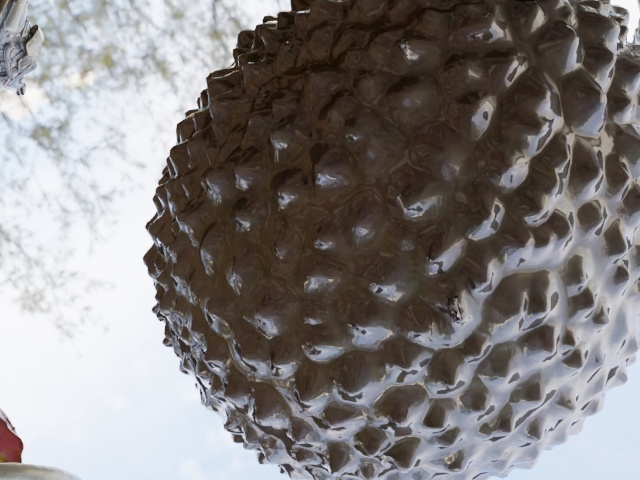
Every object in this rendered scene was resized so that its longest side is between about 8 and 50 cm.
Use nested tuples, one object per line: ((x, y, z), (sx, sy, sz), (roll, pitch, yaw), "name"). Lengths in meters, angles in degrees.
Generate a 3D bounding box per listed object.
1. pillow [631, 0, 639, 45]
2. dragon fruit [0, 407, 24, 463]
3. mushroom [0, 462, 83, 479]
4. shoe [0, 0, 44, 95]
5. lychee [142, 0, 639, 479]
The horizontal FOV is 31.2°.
((0.438, -0.133, 1.274), (0.101, 0.228, 0.326), (-23, -114, 2), "pillow")
((-0.565, 0.339, 1.666), (0.290, 0.189, 0.291), (11, -121, -19), "dragon fruit")
((-0.293, 0.219, 1.032), (0.068, 0.306, 0.043), (-5, -104, 49), "mushroom")
((-0.423, -0.265, 1.567), (0.092, 0.180, 0.089), (16, -136, -26), "shoe")
((0.065, -0.014, 0.824), (0.380, 0.432, 0.380), (7, -136, -7), "lychee")
